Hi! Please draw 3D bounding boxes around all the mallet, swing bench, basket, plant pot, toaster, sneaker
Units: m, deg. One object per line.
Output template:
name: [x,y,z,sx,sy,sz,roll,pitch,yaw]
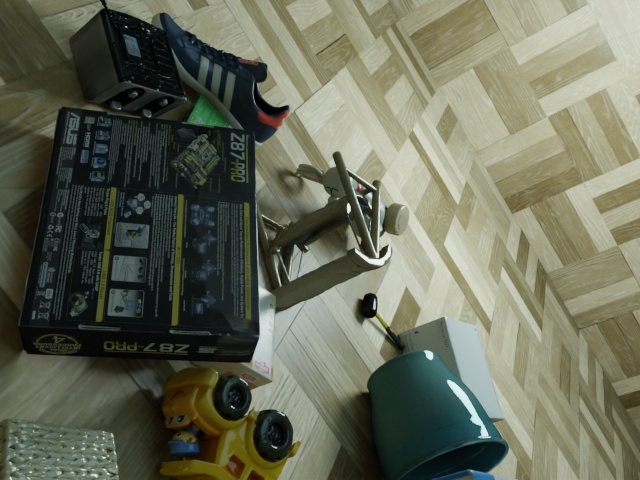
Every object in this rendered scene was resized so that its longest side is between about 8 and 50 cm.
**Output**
mallet: [0.162,0.206,1.850,0.189,0.039,0.062,48,30,-35]
swing bench: [0.000,0.000,1.514,0.165,0.253,0.254,29,45,-47]
basket: [-0.338,0.287,0.880,0.167,0.113,0.103,28,40,-47]
plant pot: [0.230,0.391,1.595,0.272,0.272,0.255,29,30,-46]
toaster: [-0.354,-0.327,1.343,0.168,0.110,0.185,3,65,-58]
sneaker: [-0.202,-0.365,1.558,0.350,0.148,0.131,47,20,-25]

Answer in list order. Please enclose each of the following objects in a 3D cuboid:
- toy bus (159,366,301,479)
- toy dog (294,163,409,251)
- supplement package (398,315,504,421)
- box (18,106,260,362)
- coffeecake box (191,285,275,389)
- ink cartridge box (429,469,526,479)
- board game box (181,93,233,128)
toy bus: [-0.169,0.331,1.113,0.220,0.149,0.211,48,48,-23]
toy dog: [0.082,-0.058,1.802,0.334,0.220,0.161,24,79,-40]
supplement package: [0.341,0.354,1.905,0.204,0.145,0.261,21,49,-51]
box: [-0.255,-0.017,1.103,0.318,0.097,0.395,3,55,-13]
coffeecake box: [-0.153,0.158,1.328,0.142,0.068,0.185,39,37,-39]
ink cartridge box: [0.286,0.590,1.475,0.395,0.285,0.166,27,45,-48]
board game box: [-0.231,-0.174,1.444,0.136,0.030,0.259,46,32,-24]
